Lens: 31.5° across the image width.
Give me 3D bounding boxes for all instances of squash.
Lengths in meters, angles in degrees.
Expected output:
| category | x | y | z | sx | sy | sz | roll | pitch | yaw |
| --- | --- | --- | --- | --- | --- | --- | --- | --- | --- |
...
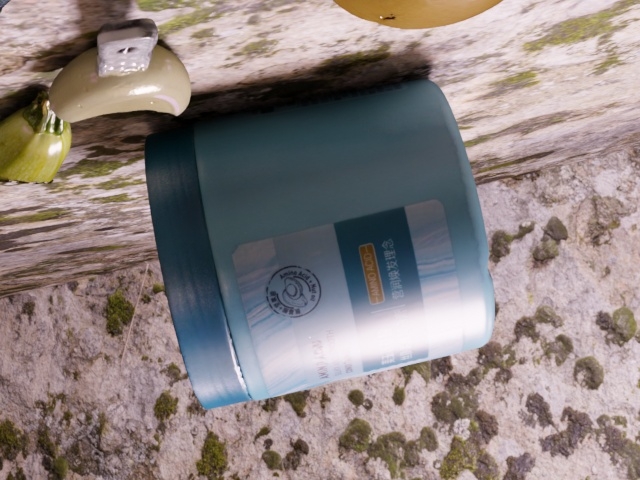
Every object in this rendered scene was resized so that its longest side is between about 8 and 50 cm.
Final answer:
| category | x | y | z | sx | sy | sz | roll | pitch | yaw |
| --- | --- | --- | --- | --- | --- | --- | --- | --- | --- |
| squash | -0.287 | -0.090 | 1.103 | 0.090 | 0.075 | 0.200 | 21 | 159 | -27 |

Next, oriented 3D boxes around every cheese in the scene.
| category | x | y | z | sx | sy | sz | roll | pitch | yaw |
| --- | --- | --- | --- | --- | --- | --- | --- | --- | --- |
| cheese | -0.159 | -0.140 | 0.930 | 0.127 | 0.050 | 0.235 | -9 | 177 | -14 |

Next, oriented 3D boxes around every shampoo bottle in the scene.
| category | x | y | z | sx | sy | sz | roll | pitch | yaw |
| --- | --- | --- | --- | --- | --- | --- | --- | --- | --- |
| shampoo bottle | 0.000 | 0.000 | 1.323 | 0.342 | 0.331 | 0.331 | -12 | 176 | -1 |

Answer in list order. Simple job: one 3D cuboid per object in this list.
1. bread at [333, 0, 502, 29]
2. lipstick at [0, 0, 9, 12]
| category | x | y | z | sx | sy | sz | roll | pitch | yaw |
| --- | --- | --- | --- | --- | --- | --- | --- | --- | --- |
| bread | 0.074 | -0.183 | 0.671 | 0.147 | 0.098 | 0.217 | -7 | 174 | -9 |
| lipstick | -0.199 | -0.159 | 0.703 | 0.037 | 0.037 | 0.116 | -7 | 170 | -45 |
